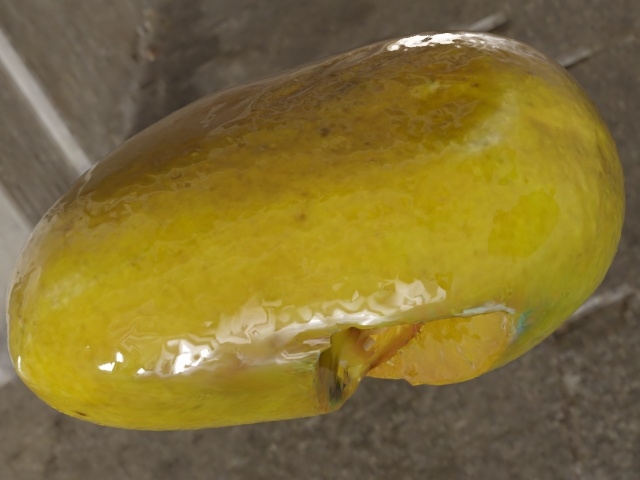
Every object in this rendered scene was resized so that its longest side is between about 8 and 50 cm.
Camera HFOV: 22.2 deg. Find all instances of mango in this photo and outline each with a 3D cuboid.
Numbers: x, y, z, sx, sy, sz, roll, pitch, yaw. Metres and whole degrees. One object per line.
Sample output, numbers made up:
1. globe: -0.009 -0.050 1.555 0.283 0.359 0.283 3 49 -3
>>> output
1. mango: 0.000 0.000 0.653 0.262 0.130 0.167 -17 31 -14
